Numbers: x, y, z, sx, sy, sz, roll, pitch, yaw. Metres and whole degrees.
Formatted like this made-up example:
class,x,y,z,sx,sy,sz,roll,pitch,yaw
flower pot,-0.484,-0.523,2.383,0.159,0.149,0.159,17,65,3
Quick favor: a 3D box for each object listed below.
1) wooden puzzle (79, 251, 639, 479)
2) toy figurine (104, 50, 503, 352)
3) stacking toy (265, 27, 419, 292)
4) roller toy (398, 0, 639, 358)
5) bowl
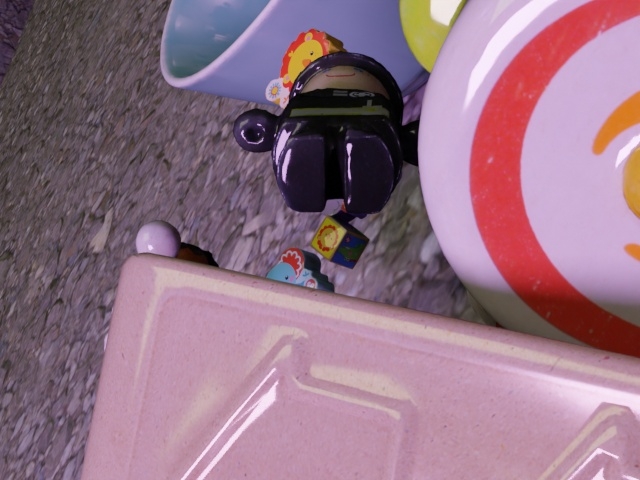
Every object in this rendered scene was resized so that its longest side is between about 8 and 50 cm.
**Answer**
class,x,y,z,sx,sy,sz,roll,pitch,yaw
wooden puzzle,0.033,0.188,0.438,0.347,0.080,0.322,11,89,36
toy figurine,0.012,0.036,0.614,0.209,0.213,0.148,-46,12,16
stacking toy,0.000,0.000,0.749,0.052,0.167,0.221,38,101,44
roller toy,0.140,-0.046,0.465,0.209,0.191,0.146,-13,22,23
bowl,0.024,-0.220,0.941,0.311,0.163,0.311,-46,28,34
